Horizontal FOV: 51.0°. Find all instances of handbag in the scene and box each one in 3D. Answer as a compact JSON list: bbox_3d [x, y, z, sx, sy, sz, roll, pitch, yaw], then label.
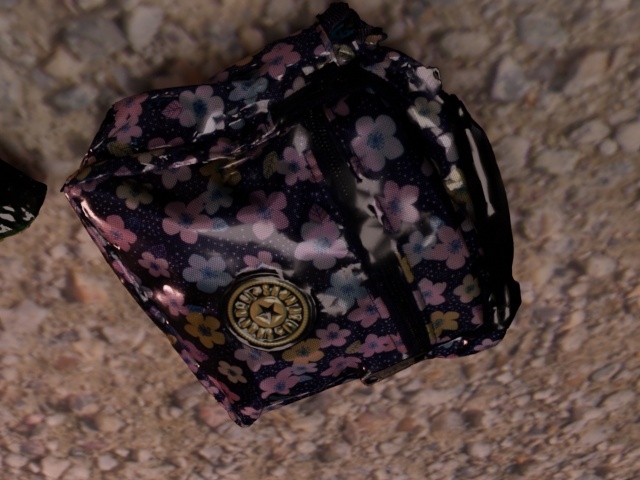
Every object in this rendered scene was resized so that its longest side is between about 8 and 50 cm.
[{"bbox_3d":[0.000,0.000,0.381,0.207,0.127,0.229,-20,117,11],"label":"handbag"}]

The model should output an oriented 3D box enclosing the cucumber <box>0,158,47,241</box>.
[{"bbox_3d":[-0.251,-0.072,0.355,0.058,0.052,0.214,-32,122,30],"label":"cucumber"}]
